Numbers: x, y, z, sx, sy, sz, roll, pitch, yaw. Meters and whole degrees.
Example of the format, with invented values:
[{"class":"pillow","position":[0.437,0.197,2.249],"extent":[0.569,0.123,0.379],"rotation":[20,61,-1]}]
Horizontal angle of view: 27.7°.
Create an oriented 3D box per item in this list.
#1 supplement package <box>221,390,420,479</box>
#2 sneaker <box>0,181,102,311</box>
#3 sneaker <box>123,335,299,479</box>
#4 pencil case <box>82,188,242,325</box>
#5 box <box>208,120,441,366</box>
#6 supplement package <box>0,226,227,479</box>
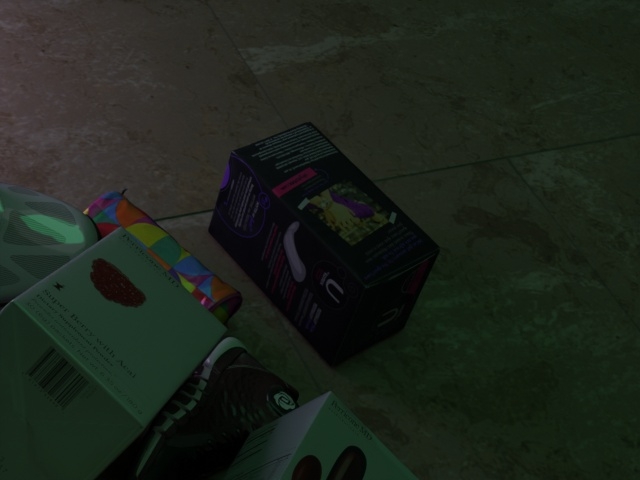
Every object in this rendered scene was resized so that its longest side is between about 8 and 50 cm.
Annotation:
[{"class":"supplement package","position":[-0.008,0.310,1.358],"extent":[0.194,0.149,0.203],"rotation":[45,43,-12]},{"class":"sneaker","position":[-0.471,-0.034,1.469],"extent":[0.447,0.257,0.169],"rotation":[7,69,-8]},{"class":"sneaker","position":[-0.104,0.234,1.478],"extent":[0.162,0.106,0.281],"rotation":[30,44,5]},{"class":"pencil case","position":[-0.209,0.035,1.638],"extent":[0.236,0.104,0.104],"rotation":[40,47,18]},{"class":"box","position":[0.000,0.000,1.697],"extent":[0.143,0.165,0.270],"rotation":[-24,59,-36]},{"class":"supplement package","position":[-0.248,0.133,1.352],"extent":[0.177,0.175,0.293],"rotation":[44,18,-2]}]
